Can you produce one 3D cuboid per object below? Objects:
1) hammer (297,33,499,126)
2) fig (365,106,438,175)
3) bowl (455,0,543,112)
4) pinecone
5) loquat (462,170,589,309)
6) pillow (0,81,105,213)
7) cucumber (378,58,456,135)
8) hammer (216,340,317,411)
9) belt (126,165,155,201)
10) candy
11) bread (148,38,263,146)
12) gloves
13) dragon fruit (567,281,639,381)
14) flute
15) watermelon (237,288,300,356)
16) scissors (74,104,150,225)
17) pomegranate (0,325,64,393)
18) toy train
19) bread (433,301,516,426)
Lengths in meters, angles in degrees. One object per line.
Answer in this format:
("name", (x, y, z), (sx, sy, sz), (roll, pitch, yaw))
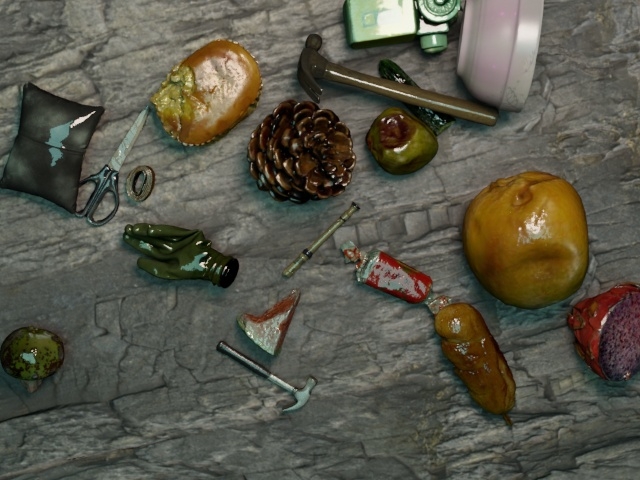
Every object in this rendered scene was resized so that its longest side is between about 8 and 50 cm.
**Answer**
("hammer", (0.166, -0.321, 1.600), (0.440, 0.044, 0.168), (14, 55, -4))
("fig", (0.179, -0.213, 1.650), (0.166, 0.154, 0.144), (12, 81, -32))
("bowl", (0.359, -0.412, 1.549), (0.144, 0.287, 0.286), (7, 96, 7))
("pinecone", (-0.034, -0.186, 1.591), (0.224, 0.273, 0.224), (0, 90, -30))
("loquat", (0.442, -0.003, 1.611), (0.276, 0.276, 0.283), (-34, 114, 3))
("pillow", (-0.590, -0.201, 1.648), (0.186, 0.106, 0.249), (18, 97, 2))
("cucumber", (0.206, -0.322, 1.669), (0.215, 0.052, 0.058), (44, 67, -4))
("hammer", (-0.136, 0.310, 1.751), (0.246, 0.029, 0.103), (30, 95, -2))
("belt", (-0.406, -0.129, 1.693), (0.059, 0.036, 0.083), (18, 95, -1))
("candy", (0.171, 0.088, 1.711), (0.292, 0.059, 0.086), (26, 94, -4))
("bread", (-0.239, -0.317, 1.627), (0.250, 0.133, 0.179), (-40, 99, 5))
("gloves", (-0.313, 0.030, 1.676), (0.268, 0.107, 0.135), (23, 85, 1))
("dragon fruit", (0.641, 0.194, 1.700), (0.219, 0.148, 0.223), (25, 86, -34))
("flute", (0.000, 0.000, 1.716), (0.233, 0.027, 0.027), (-44, 95, 5))
("watermelon", (-0.095, 0.198, 1.706), (0.158, 0.098, 0.121), (-25, 97, -2))
("scissors", (-0.460, -0.175, 1.695), (0.109, 0.022, 0.300), (30, 94, -7))
("pomegranate", (-0.652, 0.265, 1.708), (0.138, 0.163, 0.125), (4, 57, -16))
("toy train", (0.162, -0.588, 1.592), (0.253, 0.160, 0.396), (-6, 97, 6))
("bread", (0.369, 0.289, 1.713), (0.124, 0.084, 0.344), (-32, 105, -5))
